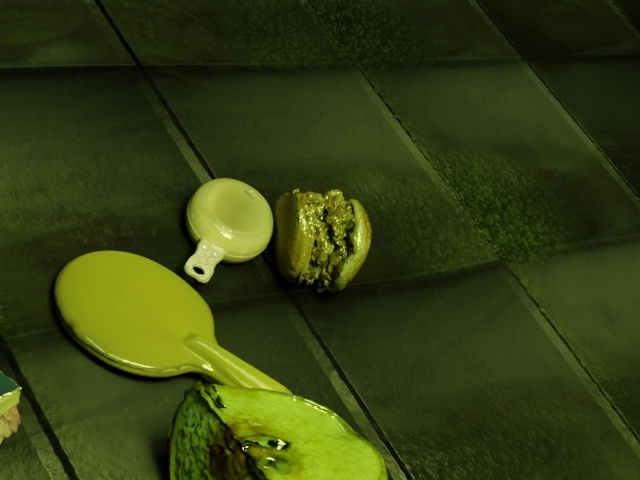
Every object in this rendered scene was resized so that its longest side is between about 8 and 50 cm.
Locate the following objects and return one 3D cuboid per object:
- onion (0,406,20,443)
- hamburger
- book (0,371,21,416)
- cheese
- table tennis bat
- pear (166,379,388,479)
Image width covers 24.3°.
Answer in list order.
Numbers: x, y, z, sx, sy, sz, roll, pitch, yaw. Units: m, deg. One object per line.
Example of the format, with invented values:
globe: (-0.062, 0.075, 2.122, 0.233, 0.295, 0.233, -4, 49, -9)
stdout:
onion: (-0.491, 0.176, 1.704, 0.247, 0.111, 0.250, 31, 36, 10)
hamburger: (0.000, 0.000, 2.272, 0.131, 0.159, 0.185, 4, 6, -20)
book: (-0.581, 0.128, 1.628, 0.428, 0.039, 0.300, 34, 47, 25)
cheese: (-0.150, -0.008, 2.230, 0.137, 0.064, 0.227, 31, 38, -2)
table tennis bat: (-0.199, 0.135, 2.047, 0.368, 0.054, 0.224, 32, 35, 4)
pear: (-0.047, 0.299, 1.892, 0.255, 0.164, 0.238, 1, 37, -44)
